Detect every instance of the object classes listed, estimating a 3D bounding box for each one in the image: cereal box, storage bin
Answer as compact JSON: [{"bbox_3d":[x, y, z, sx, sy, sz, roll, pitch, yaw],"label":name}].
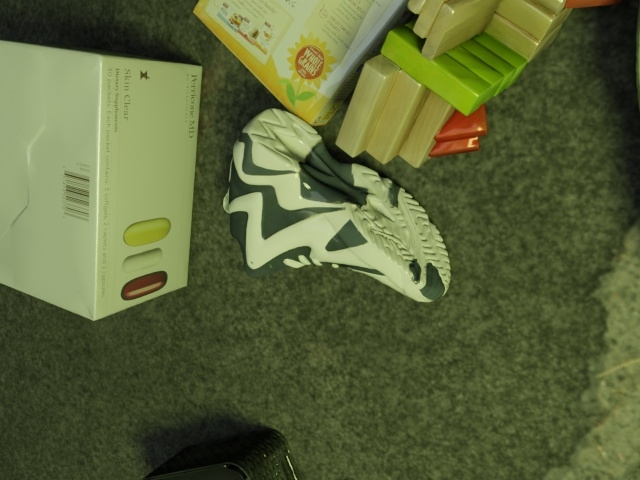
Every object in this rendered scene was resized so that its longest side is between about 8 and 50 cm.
[{"bbox_3d":[0.009,-0.249,0.550,0.173,0.047,0.240,48,117,10],"label":"cereal box"},{"bbox_3d":[-0.114,0.308,0.717,0.180,0.084,0.122,-22,90,29],"label":"storage bin"}]

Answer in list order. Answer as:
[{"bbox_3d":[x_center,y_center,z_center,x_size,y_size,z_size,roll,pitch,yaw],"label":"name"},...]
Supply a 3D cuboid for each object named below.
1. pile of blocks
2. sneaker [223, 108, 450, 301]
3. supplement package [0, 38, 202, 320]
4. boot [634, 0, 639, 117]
[{"bbox_3d":[0.152,-0.187,0.429,0.113,0.149,0.362,40,116,15],"label":"pile of blocks"},{"bbox_3d":[0.000,0.000,0.592,0.235,0.094,0.153,34,136,-4],"label":"sneaker"},{"bbox_3d":[-0.262,-0.077,0.676,0.204,0.145,0.261,15,108,25],"label":"supplement package"},{"bbox_3d":[0.310,-0.081,0.385,0.179,0.085,0.236,-6,103,42],"label":"boot"}]
